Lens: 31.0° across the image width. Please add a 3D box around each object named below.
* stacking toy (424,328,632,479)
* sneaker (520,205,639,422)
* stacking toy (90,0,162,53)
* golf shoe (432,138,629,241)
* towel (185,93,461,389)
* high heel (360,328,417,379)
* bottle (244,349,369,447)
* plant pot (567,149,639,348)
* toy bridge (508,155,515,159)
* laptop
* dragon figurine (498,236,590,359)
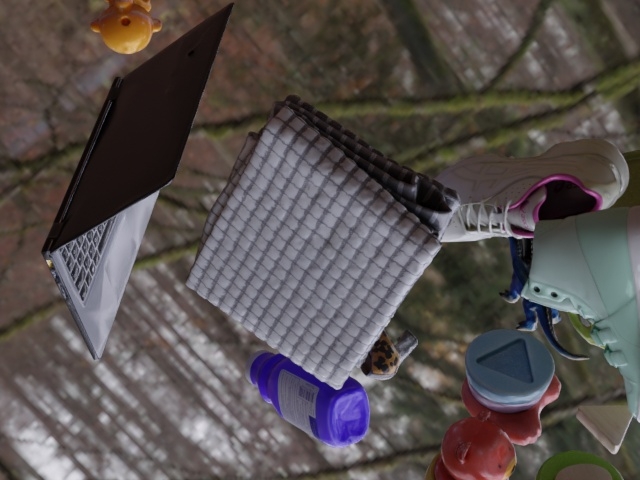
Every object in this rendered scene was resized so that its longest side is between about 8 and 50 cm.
[{"bbox_3d":[0.312,0.260,1.634,0.279,0.130,0.309,13,-136,12],"label":"stacking toy"},{"bbox_3d":[0.307,0.084,1.284,0.151,0.256,0.094,-2,-161,29],"label":"sneaker"},{"bbox_3d":[-0.195,-0.316,1.160,0.166,0.175,0.302,113,-27,-65],"label":"stacking toy"},{"bbox_3d":[0.249,-0.053,1.528,0.306,0.115,0.140,-15,-161,26],"label":"golf shoe"},{"bbox_3d":[0.000,0.000,1.265,0.121,0.235,0.284,-44,167,-48],"label":"towel"},{"bbox_3d":[0.054,0.155,2.189,0.093,0.261,0.186,-58,169,28],"label":"high heel"},{"bbox_3d":[-0.030,0.255,1.950,0.092,0.118,0.283,-14,-162,-31],"label":"bottle"},{"bbox_3d":[0.488,0.039,1.743,0.276,0.276,0.254,-27,-166,37],"label":"plant pot"},{"bbox_3d":[0.348,-0.051,1.861,0.026,0.188,0.063,-35,176,22],"label":"toy bridge"},{"bbox_3d":[-0.242,-0.083,1.746,0.236,0.408,0.382,2,-132,12],"label":"laptop"},{"bbox_3d":[0.363,0.071,1.933,0.085,0.144,0.289,-9,-140,-8],"label":"dragon figurine"}]
